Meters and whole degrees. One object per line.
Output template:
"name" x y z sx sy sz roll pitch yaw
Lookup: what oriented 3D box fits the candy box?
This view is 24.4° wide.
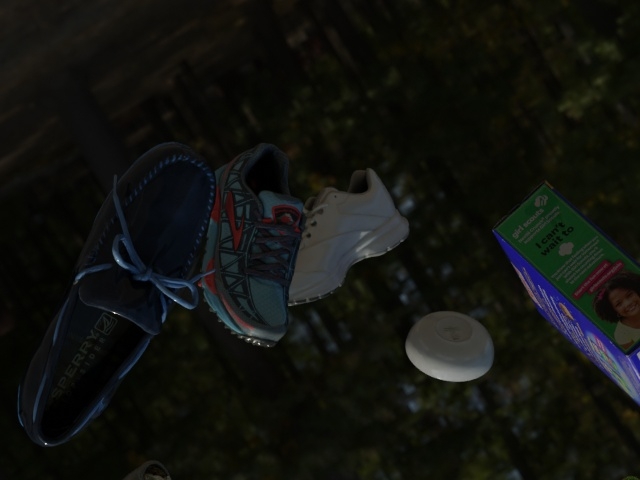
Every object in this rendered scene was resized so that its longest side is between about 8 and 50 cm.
"candy box" 0.424 0.100 2.194 0.122 0.268 0.317 -42 -130 -3

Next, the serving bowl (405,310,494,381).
"serving bowl" 0.121 0.092 1.363 0.083 0.083 0.027 -38 147 -41

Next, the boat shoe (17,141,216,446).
"boat shoe" -0.147 0.051 1.148 0.258 0.109 0.089 -67 -163 6

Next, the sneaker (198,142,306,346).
"sneaker" -0.074 -0.004 1.723 0.104 0.262 0.125 15 140 -35

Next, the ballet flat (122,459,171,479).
"ballet flat" -0.174 0.351 1.734 0.068 0.213 0.072 -44 146 21

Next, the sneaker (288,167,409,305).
"sneaker" 0.000 0.000 2.152 0.111 0.129 0.297 -6 -156 47

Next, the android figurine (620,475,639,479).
"android figurine" 0.310 0.382 1.805 0.248 0.056 0.273 -36 174 -44
